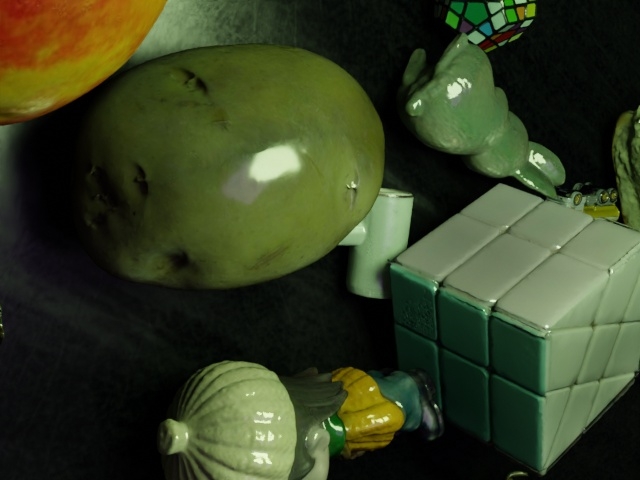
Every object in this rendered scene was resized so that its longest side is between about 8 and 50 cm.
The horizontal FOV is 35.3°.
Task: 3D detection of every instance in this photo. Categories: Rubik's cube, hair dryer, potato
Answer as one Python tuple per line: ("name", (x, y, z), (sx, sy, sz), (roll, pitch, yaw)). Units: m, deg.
("Rubik's cube", (0.237, 0.097, 1.208), (0.221, 0.224, 0.231), (-34, 133, -32))
("hair dryer", (0.000, 0.000, 1.172), (0.236, 0.073, 0.131), (2, 98, -32))
("potato", (-0.082, -0.076, 0.996), (0.326, 0.243, 0.221), (-11, 128, -27))
("Rubik's cube", (0.201, -0.296, 1.227), (0.112, 0.133, 0.133), (3, 97, -11))

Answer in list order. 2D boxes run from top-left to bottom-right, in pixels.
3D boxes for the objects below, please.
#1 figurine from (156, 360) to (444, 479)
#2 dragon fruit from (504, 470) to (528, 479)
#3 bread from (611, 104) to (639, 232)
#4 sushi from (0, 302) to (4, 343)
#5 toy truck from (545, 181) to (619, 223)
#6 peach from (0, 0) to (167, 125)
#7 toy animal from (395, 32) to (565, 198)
("figurine", (-0.027, 0.200, 1.129), (0.332, 0.185, 0.204), (-28, 99, -35))
("dragon fruit", (0.231, 0.411, 1.376), (0.236, 0.135, 0.137), (-27, 113, -6))
("bread", (0.560, -0.101, 1.438), (0.279, 0.225, 0.250), (-17, 93, -29))
("sushi", (-0.334, 0.097, 0.969), (0.046, 0.044, 0.083), (0, 96, -36))
("toy truck", (0.373, -0.046, 1.430), (0.123, 0.052, 0.063), (-6, 108, -35))
("peach", (-0.276, -0.278, 0.766), (0.388, 0.388, 0.388), (-7, 102, -34))
("toy animal", (0.199, -0.132, 1.251), (0.127, 0.125, 0.251), (-45, 118, 3))
